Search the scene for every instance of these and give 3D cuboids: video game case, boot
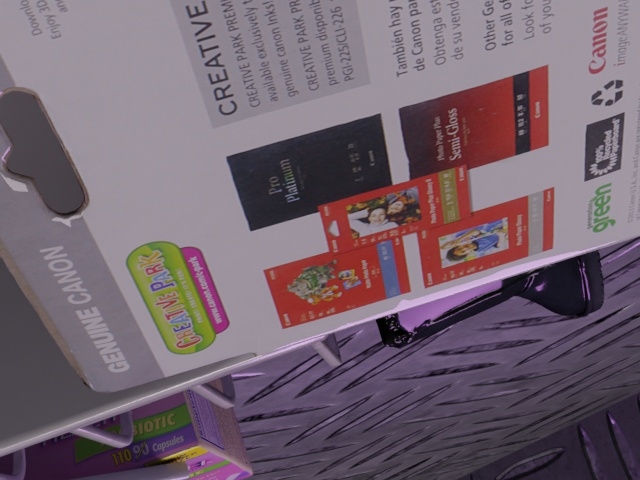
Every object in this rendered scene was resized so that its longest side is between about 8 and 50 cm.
[{"bbox_3d":[-0.214,0.233,1.112,0.157,0.019,0.143,-2,154,-37],"label":"video game case"},{"bbox_3d":[0.143,0.033,1.140,0.207,0.094,0.246,-23,155,1],"label":"boot"}]

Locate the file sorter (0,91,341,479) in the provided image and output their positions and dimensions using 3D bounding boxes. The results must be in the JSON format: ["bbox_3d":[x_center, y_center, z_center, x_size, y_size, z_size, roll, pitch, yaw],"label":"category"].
[{"bbox_3d":[-0.148,0.021,0.682,0.278,0.192,0.173,-20,165,2],"label":"file sorter"}]

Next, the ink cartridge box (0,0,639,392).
[{"bbox_3d":[-0.004,-0.104,0.438,0.272,0.130,0.309,-18,144,-3],"label":"ink cartridge box"}]

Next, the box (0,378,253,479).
[{"bbox_3d":[-0.202,0.195,1.230,0.214,0.117,0.243,-20,161,2],"label":"box"}]
